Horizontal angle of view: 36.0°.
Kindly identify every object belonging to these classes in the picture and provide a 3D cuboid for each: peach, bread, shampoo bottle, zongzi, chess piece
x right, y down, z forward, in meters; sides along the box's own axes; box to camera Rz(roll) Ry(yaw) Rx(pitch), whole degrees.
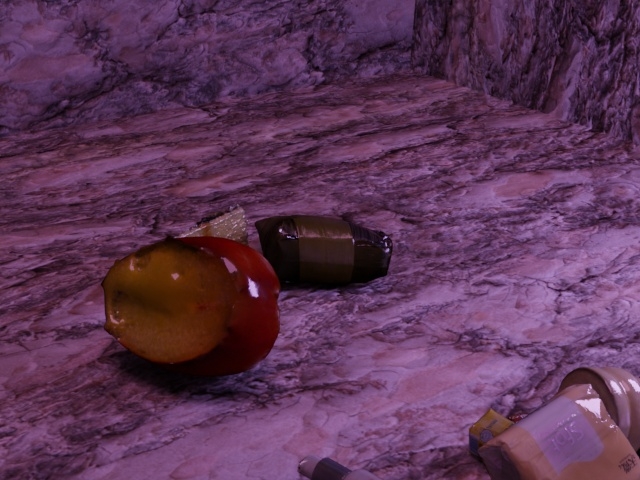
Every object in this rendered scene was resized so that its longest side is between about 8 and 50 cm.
[{"bbox_3d":[-0.244,0.117,1.831,0.338,0.281,0.281,8,23,-8],"label":"peach"},{"bbox_3d":[-0.276,0.039,2.204,0.266,0.142,0.178,-24,-5,-43],"label":"bread"},{"bbox_3d":[0.052,0.385,1.513,0.192,0.074,0.074,21,30,38],"label":"shampoo bottle"},{"bbox_3d":[0.000,0.000,2.291,0.289,0.154,0.317,5,17,-13],"label":"zongzi"},{"bbox_3d":[0.572,0.291,1.695,0.299,0.167,0.167,-1,23,-24],"label":"chess piece"}]

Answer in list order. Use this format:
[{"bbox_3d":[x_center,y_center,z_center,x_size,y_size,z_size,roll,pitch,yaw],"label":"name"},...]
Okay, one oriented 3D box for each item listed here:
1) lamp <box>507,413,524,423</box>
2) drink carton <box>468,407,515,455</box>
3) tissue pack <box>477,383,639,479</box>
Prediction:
[{"bbox_3d":[0.362,0.329,1.722,0.063,0.031,0.083,-8,22,-24],"label":"lamp"},{"bbox_3d":[0.340,0.354,1.608,0.200,0.075,0.084,23,41,39],"label":"drink carton"},{"bbox_3d":[0.375,0.342,1.512,0.222,0.090,0.186,-23,75,-31],"label":"tissue pack"}]
